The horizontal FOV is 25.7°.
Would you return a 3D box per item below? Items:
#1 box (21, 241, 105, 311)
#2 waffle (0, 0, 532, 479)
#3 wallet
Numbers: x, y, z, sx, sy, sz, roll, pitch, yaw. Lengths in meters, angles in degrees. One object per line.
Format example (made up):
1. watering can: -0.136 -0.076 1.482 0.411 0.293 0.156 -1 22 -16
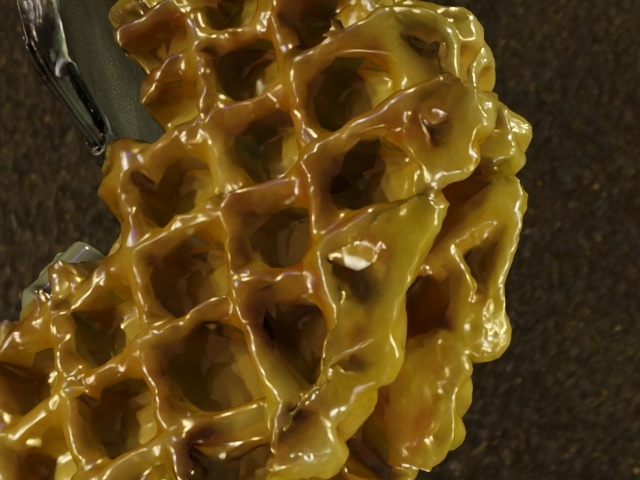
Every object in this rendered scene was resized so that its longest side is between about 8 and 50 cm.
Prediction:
1. box: -0.161 0.212 1.500 0.396 0.396 0.111 45 66 6
2. waffle: -0.046 0.021 0.654 0.151 0.261 0.324 30 83 -41
3. wallet: -0.161 -0.109 1.085 0.045 0.318 0.172 -19 57 4
